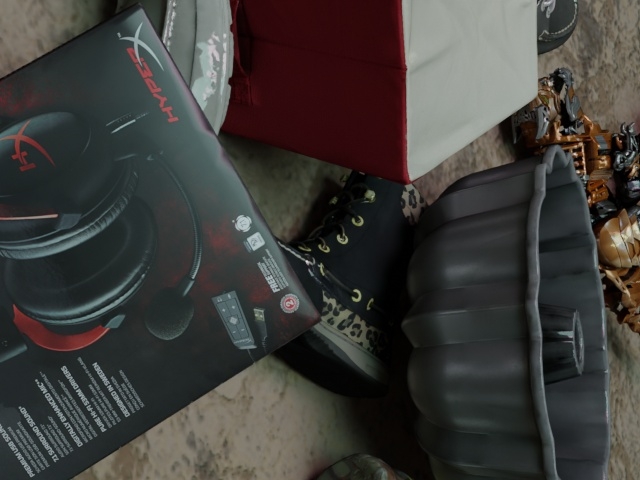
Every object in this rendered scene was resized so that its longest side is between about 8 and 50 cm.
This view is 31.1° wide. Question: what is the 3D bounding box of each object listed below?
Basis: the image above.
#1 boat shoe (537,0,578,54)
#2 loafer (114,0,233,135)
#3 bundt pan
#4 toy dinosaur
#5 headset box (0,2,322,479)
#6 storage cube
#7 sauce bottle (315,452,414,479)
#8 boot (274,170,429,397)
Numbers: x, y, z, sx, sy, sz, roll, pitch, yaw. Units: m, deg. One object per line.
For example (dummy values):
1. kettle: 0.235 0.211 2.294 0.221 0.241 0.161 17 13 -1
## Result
1. boat shoe: 0.160 -0.250 1.105 0.335 0.095 0.112 7 78 -40
2. loafer: -0.134 -0.071 0.796 0.111 0.112 0.319 9 84 -33
3. bundt pan: 0.158 0.089 0.972 0.331 0.124 0.331 -6 90 -67
4. toy dinosaur: 0.303 -0.027 1.191 0.218 0.164 0.322 -30 121 -26
5. headset box: -0.183 0.027 0.682 0.293 0.110 0.218 -31 103 -10
6. storage cube: 0.039 -0.176 0.883 0.215 0.193 0.184 -35 132 -41
7. sauce bottle: 0.125 0.304 0.968 0.344 0.111 0.111 41 58 -28
8. boot: -0.001 0.001 0.927 0.236 0.085 0.179 45 54 -38
